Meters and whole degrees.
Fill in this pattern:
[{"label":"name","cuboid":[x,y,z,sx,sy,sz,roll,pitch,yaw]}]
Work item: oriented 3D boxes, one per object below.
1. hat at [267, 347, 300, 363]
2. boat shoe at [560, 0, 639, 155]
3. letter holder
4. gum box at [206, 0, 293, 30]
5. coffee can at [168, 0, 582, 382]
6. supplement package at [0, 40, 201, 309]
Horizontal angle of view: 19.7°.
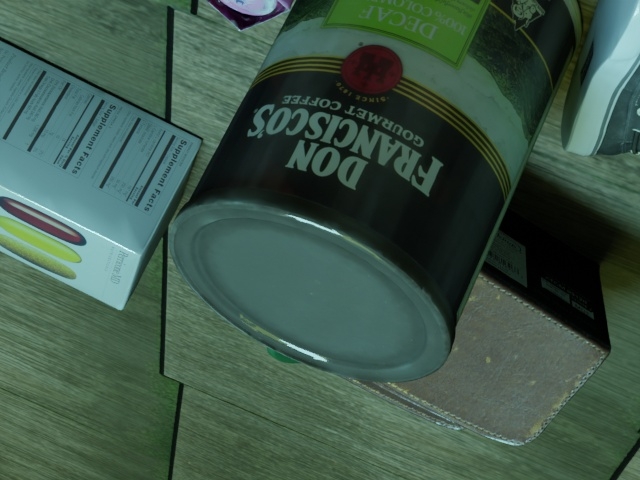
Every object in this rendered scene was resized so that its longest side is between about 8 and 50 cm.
[{"label":"hat","cuboid":[0.000,0.000,1.706,0.208,0.183,0.173,-16,159,-9]},{"label":"boat shoe","cuboid":[0.223,-0.123,1.260,0.076,0.080,0.228,8,149,-3]},{"label":"letter holder","cuboid":[0.050,0.054,1.515,0.302,0.152,0.214,32,114,-11]},{"label":"gum box","cuboid":[-0.083,-0.247,1.260,0.188,0.107,0.062,40,149,-24]},{"label":"coffee can","cuboid":[0.043,-0.070,1.278,0.201,0.275,0.201,20,151,11]},{"label":"supplement package","cuboid":[-0.252,-0.065,1.682,0.244,0.134,0.139,26,153,-1]}]
